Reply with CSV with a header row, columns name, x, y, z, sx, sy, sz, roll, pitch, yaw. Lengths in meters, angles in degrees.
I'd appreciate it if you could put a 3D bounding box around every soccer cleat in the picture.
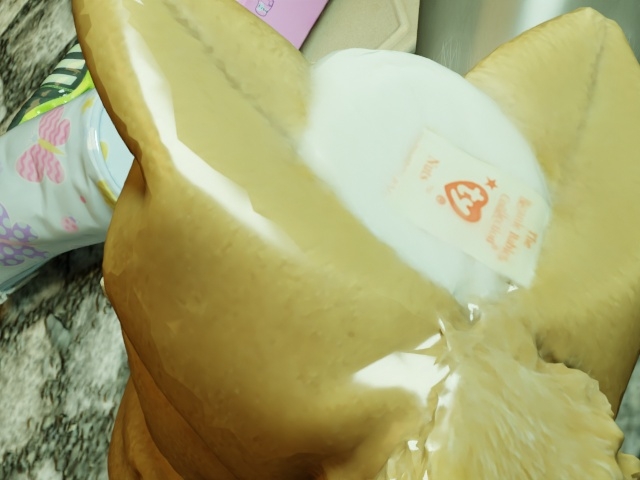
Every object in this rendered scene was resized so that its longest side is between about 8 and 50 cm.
name,x,y,z,sx,sy,sz,roll,pitch,yaw
soccer cleat,-0.205,-0.134,1.391,0.179,0.060,0.072,-46,31,12

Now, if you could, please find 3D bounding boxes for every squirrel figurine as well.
name,x,y,z,sx,sy,sz,roll,pitch,yaw
squirrel figurine,-0.003,0.110,0.808,0.370,0.281,0.397,-54,46,48

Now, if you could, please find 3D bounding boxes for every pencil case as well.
name,x,y,z,sx,sy,sz,roll,pitch,yaw
pencil case,-0.215,-0.036,1.295,0.273,0.113,0.124,-22,68,41

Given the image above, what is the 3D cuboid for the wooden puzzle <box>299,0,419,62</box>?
name,x,y,z,sx,sy,sz,roll,pitch,yaw
wooden puzzle,-0.009,-0.156,1.190,0.238,0.044,0.221,-37,44,23

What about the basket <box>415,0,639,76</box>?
name,x,y,z,sx,sy,sz,roll,pitch,yaw
basket,0.134,-0.168,0.947,0.204,0.154,0.227,-4,70,52

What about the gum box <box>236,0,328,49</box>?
name,x,y,z,sx,sy,sz,roll,pitch,yaw
gum box,-0.066,-0.207,1.196,0.188,0.062,0.107,28,87,50
